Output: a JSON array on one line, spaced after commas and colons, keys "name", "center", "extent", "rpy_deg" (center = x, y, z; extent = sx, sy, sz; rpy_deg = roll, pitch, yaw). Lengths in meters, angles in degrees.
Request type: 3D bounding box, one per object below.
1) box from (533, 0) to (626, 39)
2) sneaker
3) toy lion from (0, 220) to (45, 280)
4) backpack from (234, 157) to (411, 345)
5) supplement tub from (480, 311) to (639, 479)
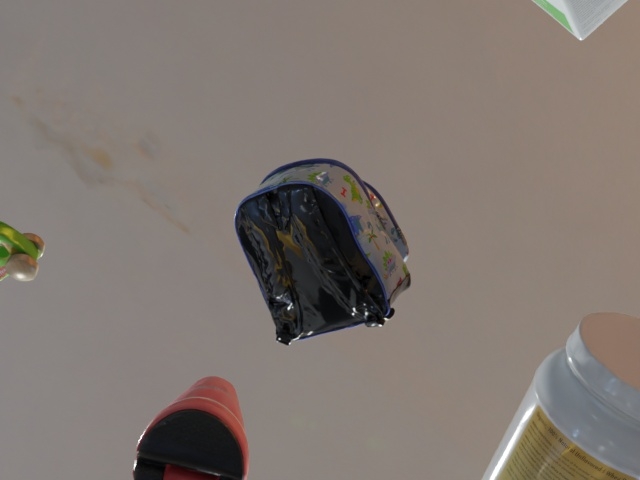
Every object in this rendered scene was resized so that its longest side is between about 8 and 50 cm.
[{"name": "box", "center": [0.235, -0.263, 1.025], "extent": [0.102, 0.087, 0.101], "rpy_deg": [-42, -124, 4]}, {"name": "sneaker", "center": [-0.119, 0.265, 0.996], "extent": [0.116, 0.136, 0.314], "rpy_deg": [17, -73, -1]}, {"name": "toy lion", "center": [-0.277, 0.010, 0.853], "extent": [0.100, 0.096, 0.034], "rpy_deg": [-32, -145, 30]}, {"name": "backpack", "center": [0.000, 0.000, 0.778], "extent": [0.105, 0.084, 0.114], "rpy_deg": [-15, -69, 32]}, {"name": "supplement tub", "center": [0.209, 0.169, 0.841], "extent": [0.144, 0.144, 0.199], "rpy_deg": [33, -62, 22]}]
